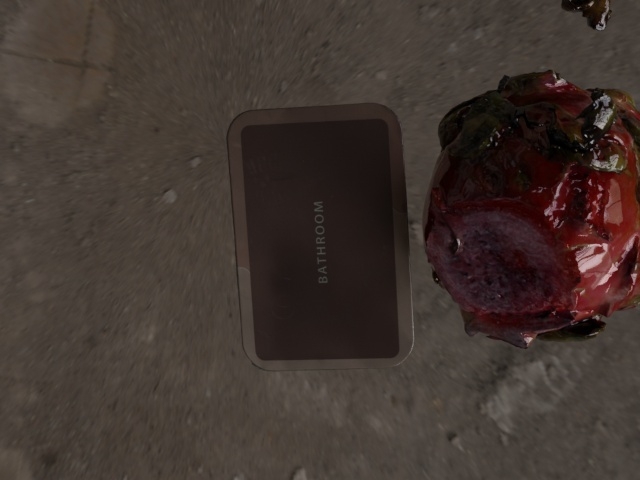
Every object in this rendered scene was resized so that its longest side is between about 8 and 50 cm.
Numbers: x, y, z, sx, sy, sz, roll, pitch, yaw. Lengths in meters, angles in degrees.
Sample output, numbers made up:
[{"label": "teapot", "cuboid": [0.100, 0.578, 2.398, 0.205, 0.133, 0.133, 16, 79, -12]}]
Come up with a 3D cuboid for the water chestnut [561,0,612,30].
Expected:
[{"label": "water chestnut", "cuboid": [0.301, -0.416, 1.549, 0.335, 0.335, 0.347, -18, 94, -2]}]

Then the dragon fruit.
[{"label": "dragon fruit", "cuboid": [0.233, -0.049, 1.349, 0.250, 0.291, 0.269, -3, 119, 38]}]

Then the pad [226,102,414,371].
[{"label": "pad", "cuboid": [0.000, 0.000, 1.337, 0.176, 0.002, 0.266, -2, 100, 10]}]
